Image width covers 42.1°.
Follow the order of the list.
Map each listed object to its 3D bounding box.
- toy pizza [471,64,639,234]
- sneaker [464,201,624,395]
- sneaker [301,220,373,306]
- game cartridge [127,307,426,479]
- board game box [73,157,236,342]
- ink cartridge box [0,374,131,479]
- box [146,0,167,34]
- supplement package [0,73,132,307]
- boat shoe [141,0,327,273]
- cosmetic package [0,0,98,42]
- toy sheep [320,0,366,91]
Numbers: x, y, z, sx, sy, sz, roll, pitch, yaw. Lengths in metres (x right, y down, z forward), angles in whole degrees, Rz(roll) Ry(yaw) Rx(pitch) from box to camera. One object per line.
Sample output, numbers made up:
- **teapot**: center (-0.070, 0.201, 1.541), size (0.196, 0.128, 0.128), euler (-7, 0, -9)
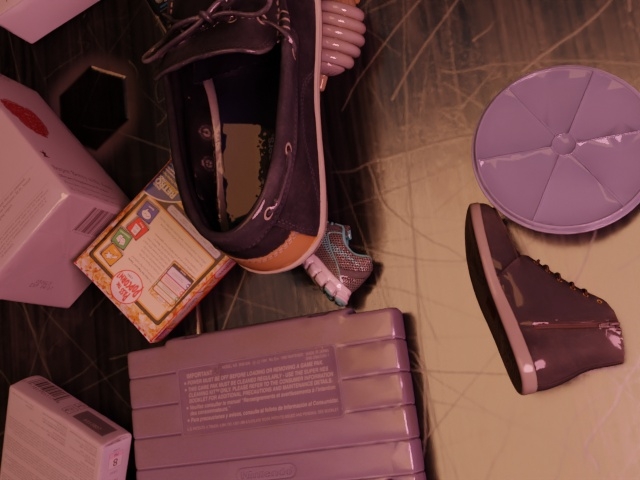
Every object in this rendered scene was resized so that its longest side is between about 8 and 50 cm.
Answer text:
- **toy pizza**: center (0.269, -0.100, 0.919), size (0.201, 0.032, 0.201), euler (-5, 71, 14)
- **sneaker**: center (0.235, 0.051, 0.901), size (0.118, 0.083, 0.222), euler (-13, 65, -3)
- **sneaker**: center (0.000, 0.000, 1.007), size (0.076, 0.065, 0.166), euler (-38, 72, -6)
- **game cartridge**: center (-0.060, 0.212, 0.987), size (0.355, 0.068, 0.230), euler (-11, 73, 19)
- **board game box**: center (-0.192, 0.010, 1.053), size (0.193, 0.045, 0.147), euler (-45, 82, 3)
- **ink cartridge box**: center (-0.340, 0.318, 1.079), size (0.189, 0.066, 0.232), euler (21, 111, 31)
- **box**: center (-0.135, -0.370, 1.079), size (0.220, 0.051, 0.175), euler (-28, 101, 15)
- **supplement package**: center (-0.413, -0.078, 1.108), size (0.175, 0.177, 0.293), euler (-47, 69, 8)
- **boat shoe**: center (-0.099, -0.212, 0.943), size (0.187, 0.156, 0.500), euler (-12, 80, 24)
- **cosmetic package**: center (-0.336, -0.504, 1.197), size (0.377, 0.097, 0.284), euler (-27, 70, 15)
- **toy sheep**: center (0.012, -0.250, 1.026), size (0.091, 0.091, 0.132), euler (13, 100, 23)
